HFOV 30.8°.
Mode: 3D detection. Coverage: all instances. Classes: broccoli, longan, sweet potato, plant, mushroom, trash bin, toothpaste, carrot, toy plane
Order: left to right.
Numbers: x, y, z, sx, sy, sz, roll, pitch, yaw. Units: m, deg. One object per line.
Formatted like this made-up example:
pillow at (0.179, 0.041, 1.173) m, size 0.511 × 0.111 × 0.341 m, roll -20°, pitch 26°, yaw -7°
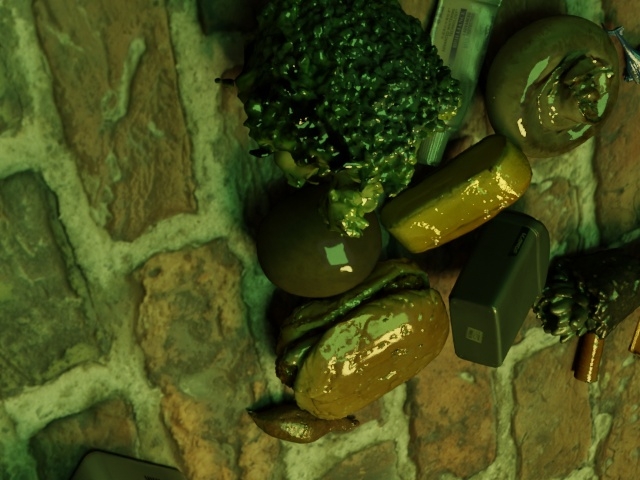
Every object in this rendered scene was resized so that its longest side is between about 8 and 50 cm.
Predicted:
sweet potato at (-0.016, 0.309, 1.941) m, size 0.226 × 0.068 × 0.068 m, roll 9°, pitch 112°, yaw -34°
longan at (0.000, 0.000, 1.701) m, size 0.189 × 0.189 × 0.189 m, roll -14°, pitch 123°, yaw -22°
broccoli at (0.015, -0.189, 1.580) m, size 0.293 × 0.348 × 0.281 m, roll 38°, pitch 134°, yaw -2°
toothpaste at (0.196, -0.247, 1.743) m, size 0.099 × 0.068 × 0.282 m, roll -10°, pitch 119°, yaw -57°
trash bin at (0.291, 0.066, 1.880) m, size 0.236 × 0.101 × 0.176 m, roll -56°, pitch 150°, yaw -36°
mushroom at (0.361, -0.228, 1.766) m, size 0.226 × 0.178 × 0.226 m, roll -22°, pitch 132°, yaw -26°
plant at (0.474, 0.097, 2.047) m, size 0.194 × 0.132 × 0.129 m, roll -25°, pitch 124°, yaw -20°
carrot at (0.509, 0.201, 2.182) m, size 0.048 × 0.048 × 0.139 m, roll -9°, pitch 119°, yaw -25°
toy plane at (0.509, -0.297, 1.893) m, size 0.062 × 0.054 × 0.167 m, roll -30°, pitch 133°, yaw 22°

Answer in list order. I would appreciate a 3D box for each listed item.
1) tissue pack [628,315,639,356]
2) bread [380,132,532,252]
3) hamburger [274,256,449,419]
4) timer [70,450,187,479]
tissue pack at (0.707, 0.111, 2.119) m, size 0.274 × 0.145 × 0.194 m, roll -21°, pitch 128°, yaw -48°
bread at (0.208, -0.069, 1.782) m, size 0.245 × 0.102 × 0.094 m, roll -32°, pitch 126°, yaw 25°
hamburger at (0.068, 0.161, 1.816) m, size 0.283 × 0.144 × 0.259 m, roll -29°, pitch 154°, yaw 2°
timer at (-0.296, 0.470, 1.793) m, size 0.192 × 0.195 × 0.194 m, roll 23°, pitch 103°, yaw -37°
